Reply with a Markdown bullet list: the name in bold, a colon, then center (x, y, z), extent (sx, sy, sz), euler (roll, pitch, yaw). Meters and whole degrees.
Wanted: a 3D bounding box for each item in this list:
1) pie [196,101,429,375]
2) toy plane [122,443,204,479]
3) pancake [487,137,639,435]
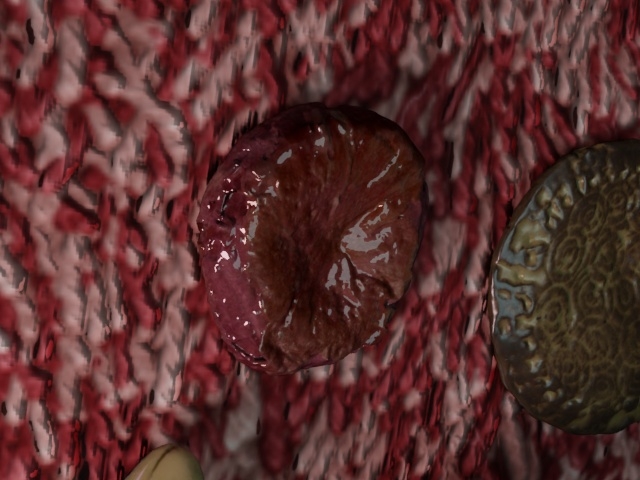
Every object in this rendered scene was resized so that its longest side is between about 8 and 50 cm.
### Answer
- **pie**: center (0.000, 0.000, 0.794), extent (0.154, 0.038, 0.153), euler (-11, 110, -32)
- **toy plane**: center (-0.105, 0.230, 0.754), extent (0.242, 0.104, 0.256), euler (18, 98, -50)
- **pancake**: center (0.181, 0.030, 0.934), extent (0.199, 0.021, 0.199), euler (-9, 107, -32)
